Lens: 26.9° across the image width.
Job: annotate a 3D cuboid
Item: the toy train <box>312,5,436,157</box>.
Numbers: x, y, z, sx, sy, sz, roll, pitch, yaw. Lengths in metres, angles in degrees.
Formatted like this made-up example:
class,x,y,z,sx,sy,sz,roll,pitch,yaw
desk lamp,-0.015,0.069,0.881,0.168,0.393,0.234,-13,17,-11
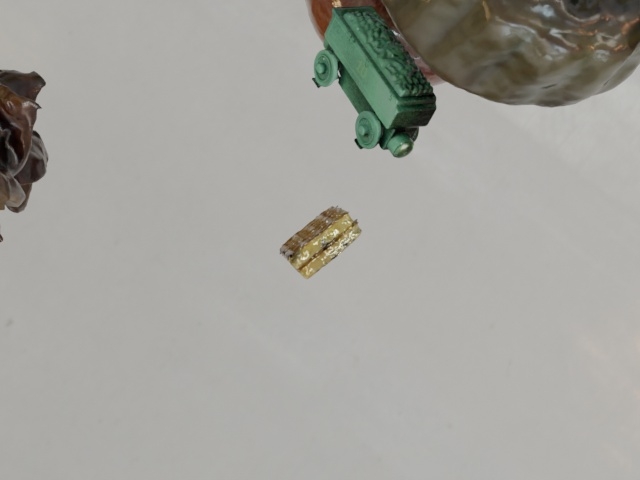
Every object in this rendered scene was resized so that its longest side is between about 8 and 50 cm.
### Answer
class,x,y,z,sx,sy,sz,roll,pitch,yaw
toy train,0.056,-0.165,1.371,0.172,0.070,0.099,59,140,30

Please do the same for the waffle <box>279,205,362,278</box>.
class,x,y,z,sx,sy,sz,roll,pitch,yaw
waffle,0.000,0.001,1.735,0.102,0.148,0.042,-39,97,-3

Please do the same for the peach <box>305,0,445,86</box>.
class,x,y,z,sx,sy,sz,roll,pitch,yaw
peach,0.109,-0.297,1.562,0.252,0.252,0.252,8,114,17

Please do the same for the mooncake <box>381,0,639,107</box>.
class,x,y,z,sx,sy,sz,roll,pitch,yaw
mooncake,0.195,-0.264,1.165,0.290,0.290,0.161,45,154,-3

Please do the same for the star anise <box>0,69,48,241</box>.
class,x,y,z,sx,sy,sz,roll,pitch,yaw
star anise,-0.271,-0.049,0.967,0.190,0.220,0.125,-34,99,-14
